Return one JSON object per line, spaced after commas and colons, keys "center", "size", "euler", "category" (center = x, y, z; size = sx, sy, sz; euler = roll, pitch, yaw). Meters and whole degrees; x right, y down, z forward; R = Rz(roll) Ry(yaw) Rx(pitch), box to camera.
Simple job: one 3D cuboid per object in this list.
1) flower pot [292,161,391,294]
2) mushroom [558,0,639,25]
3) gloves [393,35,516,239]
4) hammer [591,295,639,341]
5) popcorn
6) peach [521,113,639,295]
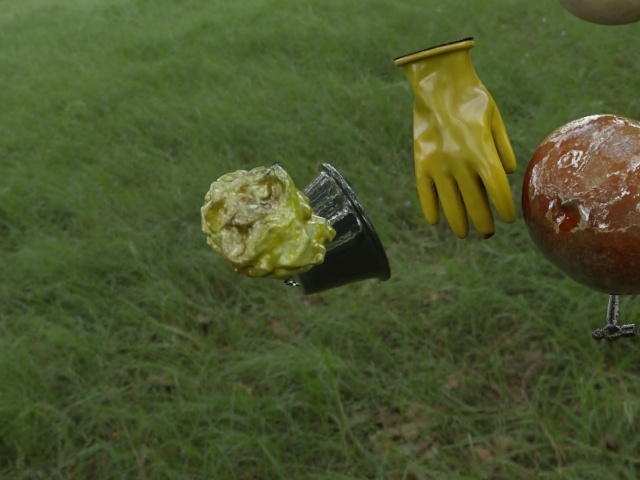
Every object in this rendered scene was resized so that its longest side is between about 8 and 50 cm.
{"center": [0.000, 0.000, 1.447], "size": [0.148, 0.235, 0.235], "euler": [-28, 24, -8], "category": "flower pot"}
{"center": [0.444, -0.431, 1.251], "size": [0.204, 0.204, 0.204], "euler": [-13, 22, 6], "category": "mushroom"}
{"center": [0.200, -0.140, 1.239], "size": [0.133, 0.295, 0.116], "euler": [-10, 10, 33], "category": "gloves"}
{"center": [0.451, 0.075, 1.272], "size": [0.065, 0.021, 0.178], "euler": [-8, 49, 34], "category": "hammer"}
{"center": [-0.067, -0.016, 1.075], "size": [0.173, 0.173, 0.142], "euler": [13, 77, 49], "category": "popcorn"}
{"center": [0.387, -0.045, 1.101], "size": [0.252, 0.253, 0.252], "euler": [-13, 22, 6], "category": "peach"}
